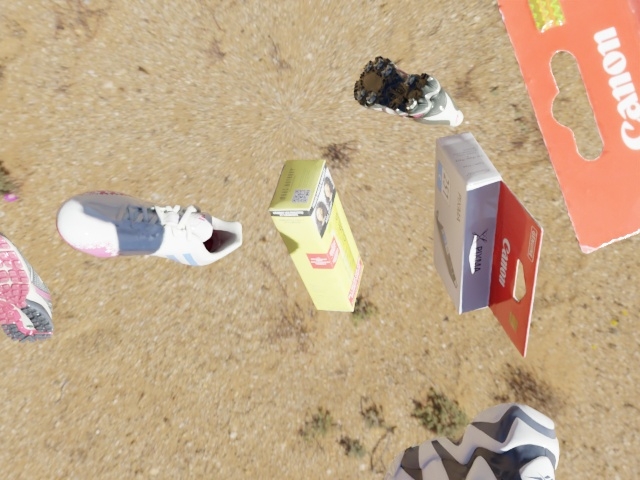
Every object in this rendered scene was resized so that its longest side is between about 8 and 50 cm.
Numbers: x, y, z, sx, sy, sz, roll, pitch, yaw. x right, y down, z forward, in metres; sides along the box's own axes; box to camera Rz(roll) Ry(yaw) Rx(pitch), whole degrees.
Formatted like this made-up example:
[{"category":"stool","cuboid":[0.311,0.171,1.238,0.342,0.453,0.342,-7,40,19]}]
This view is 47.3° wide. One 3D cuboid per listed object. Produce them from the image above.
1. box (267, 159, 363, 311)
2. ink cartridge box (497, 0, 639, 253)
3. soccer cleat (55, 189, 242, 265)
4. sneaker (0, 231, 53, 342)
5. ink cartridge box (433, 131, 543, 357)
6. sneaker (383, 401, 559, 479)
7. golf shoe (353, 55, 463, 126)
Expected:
[{"category":"box","cuboid":[0.000,0.000,0.976,0.058,0.087,0.232,3,143,20]},{"category":"ink cartridge box","cuboid":[0.189,-0.088,0.335,0.180,0.045,0.145,-20,94,-1]},{"category":"soccer cleat","cuboid":[-0.271,-0.029,1.221,0.143,0.331,0.115,-16,73,35]},{"category":"sneaker","cuboid":[-0.612,0.080,1.432,0.121,0.112,0.299,-9,139,-7]},{"category":"ink cartridge box","cuboid":[0.261,0.014,1.198,0.066,0.261,0.296,-14,132,-7]},{"category":"sneaker","cuboid":[0.132,0.270,0.689,0.094,0.153,0.235,34,130,-20]},{"category":"golf shoe","cuboid":[0.160,-0.276,1.419,0.120,0.273,0.105,25,100,-35]}]
